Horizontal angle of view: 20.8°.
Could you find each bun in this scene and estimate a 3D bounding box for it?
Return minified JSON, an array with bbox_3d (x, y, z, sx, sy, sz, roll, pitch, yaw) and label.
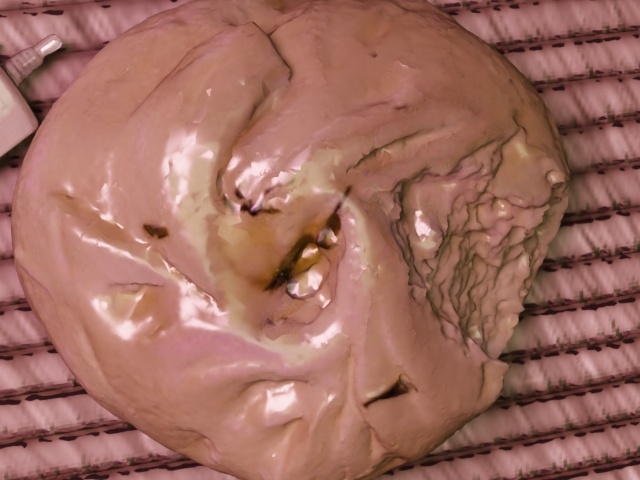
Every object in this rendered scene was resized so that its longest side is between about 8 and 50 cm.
[{"bbox_3d":[0.000,0.000,0.707,0.237,0.116,0.210,-18,104,-14],"label":"bun"}]

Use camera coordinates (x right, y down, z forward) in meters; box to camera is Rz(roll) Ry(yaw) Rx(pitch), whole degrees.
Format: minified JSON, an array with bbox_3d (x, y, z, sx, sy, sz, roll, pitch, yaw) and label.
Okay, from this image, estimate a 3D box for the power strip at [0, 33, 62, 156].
[{"bbox_3d":[-0.178,-0.023,0.688,0.191,0.030,0.047,-39,109,-9],"label":"power strip"}]
